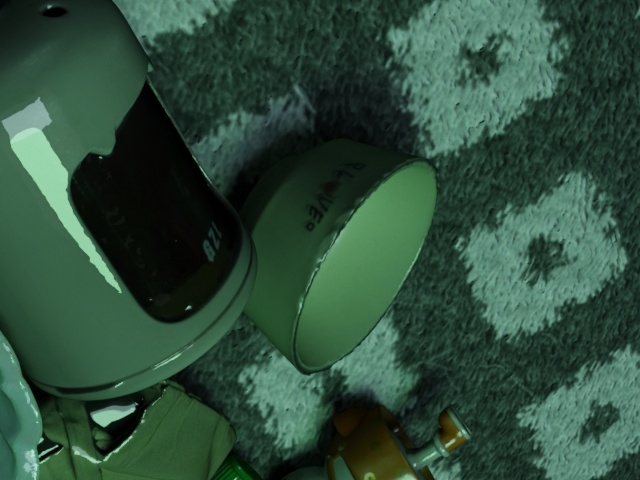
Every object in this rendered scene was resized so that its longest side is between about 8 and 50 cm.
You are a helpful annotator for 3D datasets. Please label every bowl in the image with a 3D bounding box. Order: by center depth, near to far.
[{"bbox_3d":[0.000,0.000,1.175,0.211,0.112,0.211,-44,151,-32],"label":"bowl"}]

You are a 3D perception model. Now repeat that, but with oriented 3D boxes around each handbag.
[{"bbox_3d":[-0.221,0.223,1.171,0.316,0.109,0.253,-32,152,-7],"label":"handbag"}]

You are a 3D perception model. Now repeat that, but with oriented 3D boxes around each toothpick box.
[{"bbox_3d":[-0.209,-0.054,1.011,0.229,0.229,0.316,-33,125,-8],"label":"toothpick box"}]

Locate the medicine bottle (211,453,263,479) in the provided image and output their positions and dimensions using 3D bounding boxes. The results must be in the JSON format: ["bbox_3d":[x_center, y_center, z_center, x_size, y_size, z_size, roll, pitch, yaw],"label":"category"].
[{"bbox_3d":[-0.175,0.326,1.307,0.309,0.076,0.111,-46,135,0],"label":"medicine bottle"}]

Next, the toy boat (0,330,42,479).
[{"bbox_3d":[-0.310,0.100,0.994,0.200,0.100,0.290,-10,117,-8],"label":"toy boat"}]

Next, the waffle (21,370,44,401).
[{"bbox_3d":[-0.356,0.119,1.118,0.238,0.058,0.243,-33,124,-5],"label":"waffle"}]

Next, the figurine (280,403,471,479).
[{"bbox_3d":[0.033,0.258,1.347,0.271,0.143,0.143,-50,127,2],"label":"figurine"}]
